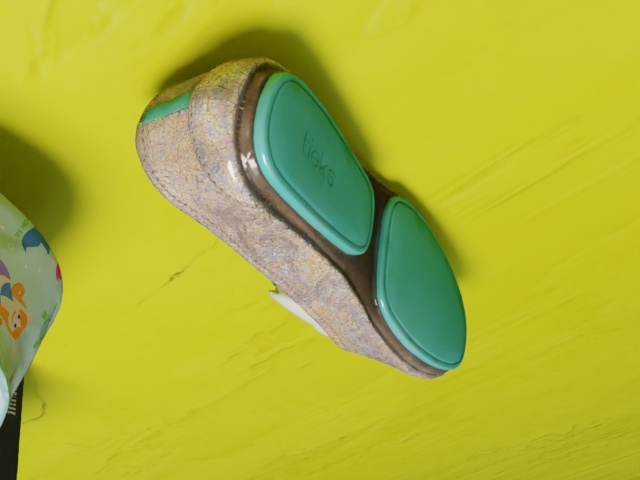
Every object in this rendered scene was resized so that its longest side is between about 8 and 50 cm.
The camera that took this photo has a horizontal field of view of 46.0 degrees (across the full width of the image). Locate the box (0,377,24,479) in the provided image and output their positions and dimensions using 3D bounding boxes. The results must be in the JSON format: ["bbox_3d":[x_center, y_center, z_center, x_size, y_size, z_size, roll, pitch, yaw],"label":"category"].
[{"bbox_3d":[-0.373,0.205,0.608,0.261,0.184,0.103,-22,144,21],"label":"box"}]

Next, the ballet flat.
[{"bbox_3d":[0.000,0.000,0.479,0.106,0.108,0.316,-3,147,30],"label":"ballet flat"}]

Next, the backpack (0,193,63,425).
[{"bbox_3d":[-0.273,0.053,0.391,0.253,0.191,0.225,-36,117,25],"label":"backpack"}]
